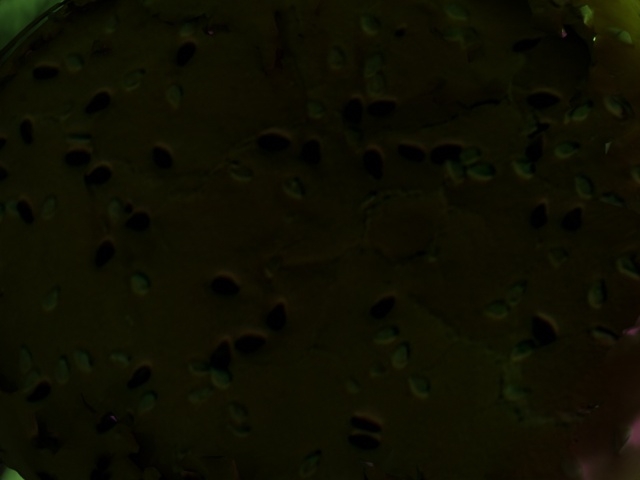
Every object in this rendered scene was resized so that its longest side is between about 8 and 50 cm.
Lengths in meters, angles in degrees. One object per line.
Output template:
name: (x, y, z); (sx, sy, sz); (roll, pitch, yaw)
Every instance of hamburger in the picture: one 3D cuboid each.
hamburger: (0.000, 0.000, 0.409); (0.185, 0.177, 0.113); (60, 7, 19)
